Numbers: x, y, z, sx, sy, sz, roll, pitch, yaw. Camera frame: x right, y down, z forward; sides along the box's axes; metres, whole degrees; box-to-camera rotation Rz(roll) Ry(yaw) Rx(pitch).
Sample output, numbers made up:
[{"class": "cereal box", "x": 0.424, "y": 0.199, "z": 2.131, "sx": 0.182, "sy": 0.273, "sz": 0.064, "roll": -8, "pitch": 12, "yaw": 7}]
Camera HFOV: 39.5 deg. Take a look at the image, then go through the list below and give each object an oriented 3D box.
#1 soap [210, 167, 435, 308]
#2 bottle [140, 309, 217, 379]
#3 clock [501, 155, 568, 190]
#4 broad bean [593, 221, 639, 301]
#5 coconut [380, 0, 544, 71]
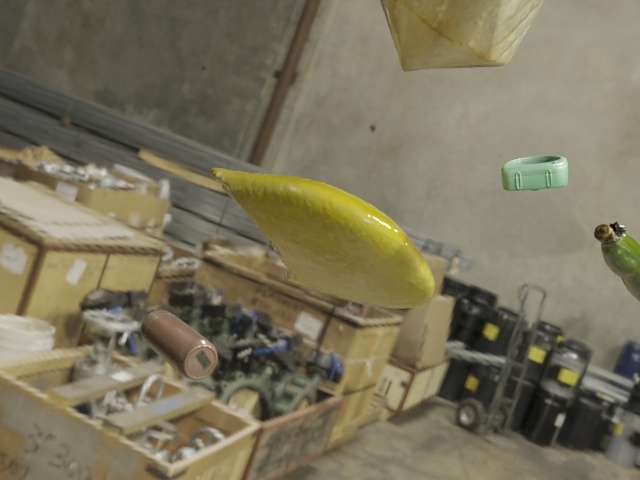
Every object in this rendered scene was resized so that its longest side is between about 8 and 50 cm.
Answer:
[{"class": "soap", "x": -0.002, "y": 0.002, "z": 1.470, "sx": 0.427, "sy": 0.115, "sz": 0.306, "roll": 11, "pitch": -34, "yaw": 48}, {"class": "bottle", "x": -0.181, "y": 0.131, "z": 1.134, "sx": 0.053, "sy": 0.053, "sz": 0.140, "roll": 16, "pitch": 5, "yaw": -36}, {"class": "clock", "x": 0.346, "y": -0.109, "z": 1.424, "sx": 0.101, "sy": 0.041, "sz": 0.135, "roll": -4, "pitch": 12, "yaw": 20}, {"class": "broad bean", "x": 0.362, "y": 0.053, "z": 0.949, "sx": 0.297, "sy": 0.043, "sz": 0.060, "roll": 33, "pitch": -14, "yaw": -31}, {"class": "coconut", "x": 0.240, "y": -0.442, "z": 1.615, "sx": 0.328, "sy": 0.329, "sz": 0.329, "roll": 20, "pitch": 6, "yaw": -2}]
